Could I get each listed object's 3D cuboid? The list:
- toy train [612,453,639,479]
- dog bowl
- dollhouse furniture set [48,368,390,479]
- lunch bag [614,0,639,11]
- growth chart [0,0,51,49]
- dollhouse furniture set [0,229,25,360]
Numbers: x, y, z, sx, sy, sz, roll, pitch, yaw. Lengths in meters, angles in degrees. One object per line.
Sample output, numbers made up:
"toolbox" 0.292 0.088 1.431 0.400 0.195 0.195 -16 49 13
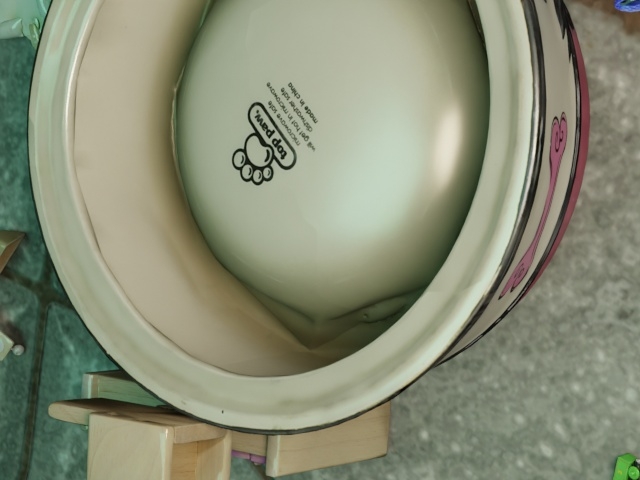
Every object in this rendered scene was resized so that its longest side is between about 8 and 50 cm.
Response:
"toy train" 0.209 0.186 1.157 0.024 0.017 0.083 28 118 41
"dog bowl" -0.001 -0.079 1.125 0.408 0.150 0.408 0 89 34
"dollhouse furniture set" -0.103 0.260 1.245 0.198 0.286 0.303 6 93 37
"lunch bag" 0.258 -0.240 0.950 0.303 0.115 0.243 19 115 32
"growth chart" -0.306 -0.246 1.446 0.237 0.021 0.172 7 105 37
"dollhouse furniture set" -0.290 0.058 1.482 0.081 0.091 0.114 41 121 5
